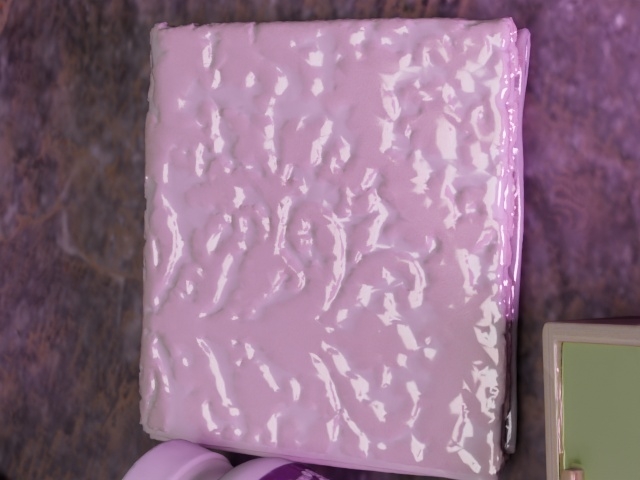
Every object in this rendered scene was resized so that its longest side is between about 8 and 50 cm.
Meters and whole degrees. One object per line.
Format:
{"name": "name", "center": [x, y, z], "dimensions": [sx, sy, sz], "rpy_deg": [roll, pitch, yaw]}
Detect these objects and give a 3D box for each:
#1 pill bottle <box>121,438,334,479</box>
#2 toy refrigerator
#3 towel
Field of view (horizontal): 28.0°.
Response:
{"name": "pill bottle", "center": [-0.007, 0.254, 0.898], "dimensions": [0.301, 0.169, 0.169], "rpy_deg": [21, 100, 27]}
{"name": "toy refrigerator", "center": [0.204, 0.184, 0.804], "dimensions": [0.102, 0.094, 0.270], "rpy_deg": [-2, 90, 56]}
{"name": "towel", "center": [0.000, 0.000, 0.962], "dimensions": [0.317, 0.053, 0.332], "rpy_deg": [3, 92, 28]}
